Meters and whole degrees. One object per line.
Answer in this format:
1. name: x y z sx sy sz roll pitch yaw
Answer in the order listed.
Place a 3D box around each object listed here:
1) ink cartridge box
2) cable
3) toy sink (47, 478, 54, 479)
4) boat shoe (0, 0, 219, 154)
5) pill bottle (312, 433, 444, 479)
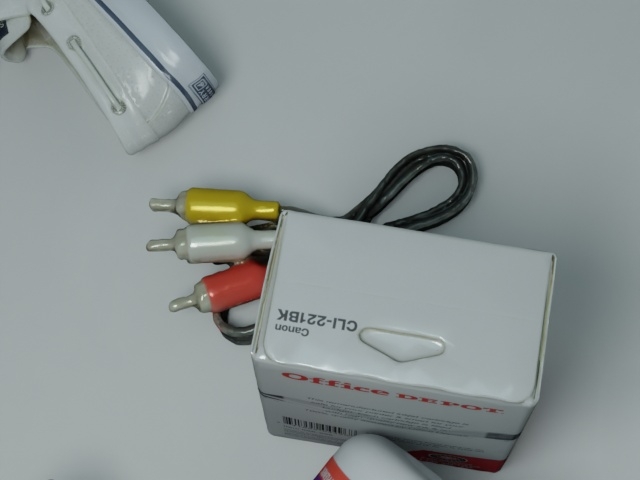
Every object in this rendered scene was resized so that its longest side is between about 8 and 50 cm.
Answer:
1. ink cartridge box: 0.059 0.084 1.177 0.197 0.273 0.114 9 73 3
2. cable: 0.000 0.000 1.335 0.287 0.072 0.139 -14 75 4
3. toy sink: -0.240 0.326 1.230 0.234 0.131 0.153 -40 69 -5
4. boat shoe: -0.267 -0.213 1.430 0.156 0.136 0.367 -44 80 -4
5. pill bottle: -0.001 0.314 1.157 0.181 0.181 0.323 39 90 19
